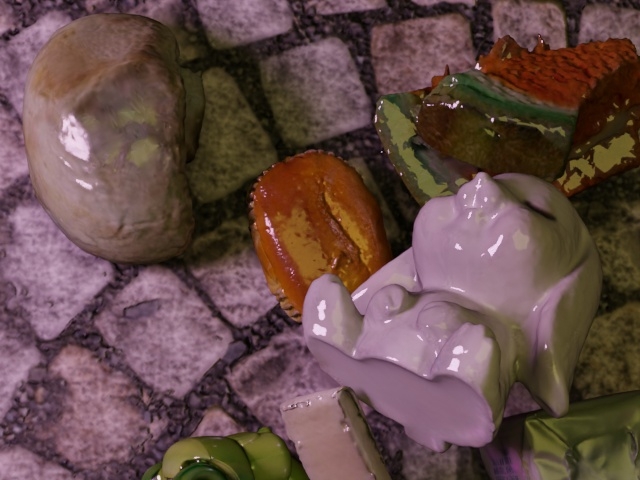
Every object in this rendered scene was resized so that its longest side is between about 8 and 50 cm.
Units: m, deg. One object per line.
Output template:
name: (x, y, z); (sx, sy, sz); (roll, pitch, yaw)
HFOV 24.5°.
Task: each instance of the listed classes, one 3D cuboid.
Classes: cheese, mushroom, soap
cheese: (0.072, 0.326, 1.453); (0.085, 0.034, 0.400); (-18, 102, 28)
mushroom: (-0.214, -0.115, 1.497); (0.189, 0.164, 0.267); (4, 81, -6)
soap: (0.259, 0.252, 1.466); (0.138, 0.199, 0.182); (-11, 82, -11)

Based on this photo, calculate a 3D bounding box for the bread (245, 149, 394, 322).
bread: (0.000, 0.000, 1.530); (0.132, 0.114, 0.191); (-24, 89, -11)

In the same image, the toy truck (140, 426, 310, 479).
toy truck: (-0.075, 0.270, 1.466); (0.210, 0.148, 0.187); (-31, 95, -24)

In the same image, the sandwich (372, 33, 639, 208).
sandwich: (0.233, -0.110, 1.540); (0.301, 0.162, 0.250); (-32, 90, -6)

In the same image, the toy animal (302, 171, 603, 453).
toy animal: (0.148, 0.053, 1.411); (0.271, 0.206, 0.265); (11, 54, 39)
